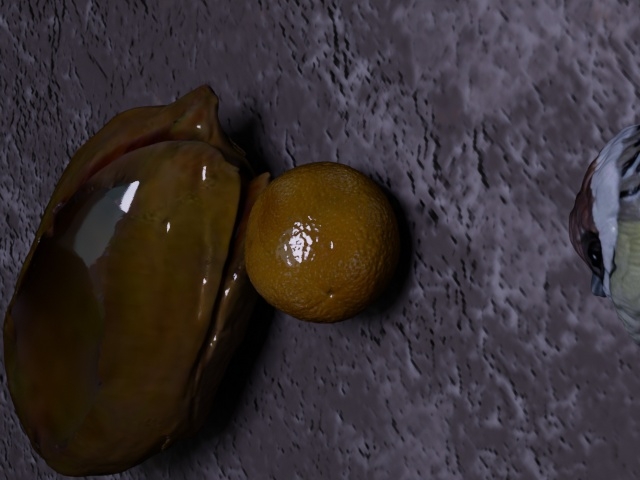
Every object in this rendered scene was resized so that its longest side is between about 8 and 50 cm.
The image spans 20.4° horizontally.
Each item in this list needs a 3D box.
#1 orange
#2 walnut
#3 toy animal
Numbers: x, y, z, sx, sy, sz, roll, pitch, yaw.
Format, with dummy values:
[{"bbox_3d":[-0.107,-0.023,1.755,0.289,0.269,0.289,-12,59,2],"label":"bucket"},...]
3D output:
[{"bbox_3d":[0.000,0.000,0.876,0.085,0.085,0.085,7,99,48],"label":"orange"},{"bbox_3d":[-0.100,0.027,0.953,0.137,0.137,0.245,38,124,39],"label":"walnut"},{"bbox_3d":[0.156,-0.022,0.690,0.098,0.098,0.137,47,110,35],"label":"toy animal"}]
